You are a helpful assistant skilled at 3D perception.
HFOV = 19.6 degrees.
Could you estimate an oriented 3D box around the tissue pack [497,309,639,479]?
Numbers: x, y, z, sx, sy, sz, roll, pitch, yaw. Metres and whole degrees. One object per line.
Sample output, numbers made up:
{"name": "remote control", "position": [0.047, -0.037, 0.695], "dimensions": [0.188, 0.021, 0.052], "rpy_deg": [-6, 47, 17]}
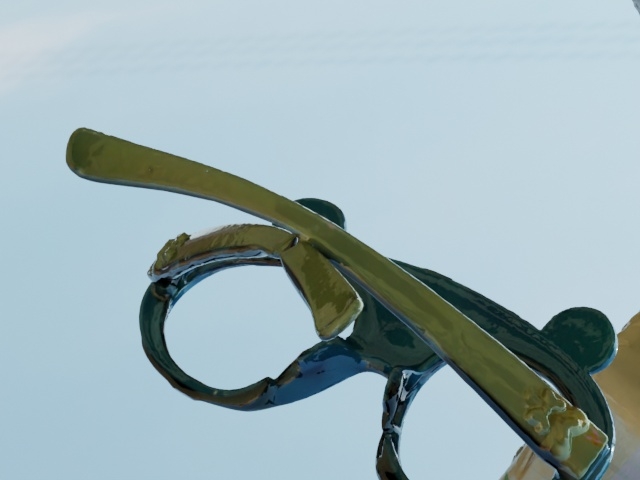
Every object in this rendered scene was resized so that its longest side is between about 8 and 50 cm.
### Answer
{"name": "tissue pack", "position": [0.218, 0.161, 1.044], "dimensions": [0.090, 0.222, 0.186], "rpy_deg": [-38, 166, -37]}

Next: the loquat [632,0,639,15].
{"name": "loquat", "position": [0.159, -0.120, 0.491], "dimensions": [0.187, 0.234, 0.176], "rpy_deg": [2, -153, 30]}

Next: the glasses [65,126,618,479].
{"name": "glasses", "position": [-0.014, 0.035, 0.735], "dimensions": [0.239, 0.102, 0.207], "rpy_deg": [23, -176, 37]}
